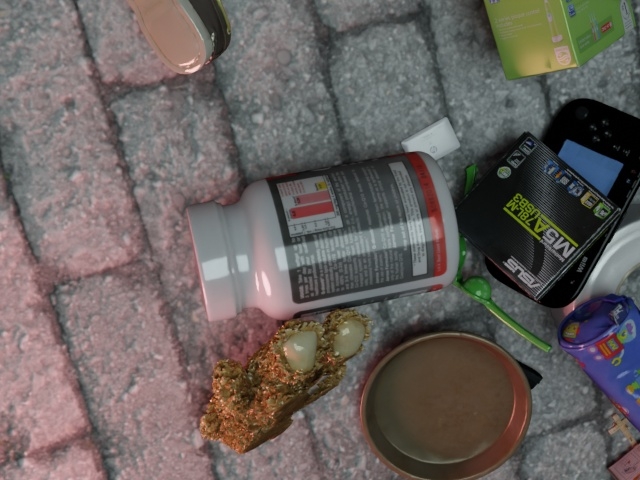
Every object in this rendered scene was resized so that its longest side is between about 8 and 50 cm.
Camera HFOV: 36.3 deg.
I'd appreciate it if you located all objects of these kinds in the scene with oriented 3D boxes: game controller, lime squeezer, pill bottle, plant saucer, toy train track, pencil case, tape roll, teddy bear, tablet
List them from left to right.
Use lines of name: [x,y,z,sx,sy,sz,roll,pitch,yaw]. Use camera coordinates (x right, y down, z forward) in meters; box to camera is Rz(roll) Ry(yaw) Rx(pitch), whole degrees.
teddy bear: [-0.060,0.194,1.441,0.245,0.338,0.113,-25,70,-26]
pill bottle: [0.000,0.000,1.413,0.363,0.210,0.210,-11,105,-8]
tablet: [0.171,-0.149,1.515,0.083,0.006,0.054,-29,107,-2]
plant saucer: [0.202,0.268,1.580,0.278,0.041,0.277,0,108,0]
lime squeezer: [0.254,0.045,1.525,0.110,0.059,0.310,-22,77,9]
game controller: [0.386,-0.057,1.508,0.067,0.166,0.319,17,102,-50]
toy train track: [0.532,0.334,1.693,0.048,0.014,0.083,-38,107,0]
tape roll: [0.523,0.087,1.589,0.286,0.100,0.286,-3,104,-11]
pencil case: [0.498,0.208,1.499,0.133,0.119,0.306,-44,107,0]

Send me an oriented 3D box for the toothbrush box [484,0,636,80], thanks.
toothbrush box: [0.321,-0.396,1.375,0.206,0.122,0.283,-36,114,-42]

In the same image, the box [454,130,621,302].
box: [0.318,-0.036,1.467,0.184,0.045,0.191,-46,73,2]

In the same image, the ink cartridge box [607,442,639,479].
ink cartridge box: [0.708,0.416,1.685,0.309,0.130,0.271,-39,110,1]

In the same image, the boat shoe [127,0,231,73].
boat shoe: [-0.229,-0.390,1.338,0.117,0.097,0.324,-19,107,37]

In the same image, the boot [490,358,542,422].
boot: [0.299,0.240,1.615,0.121,0.045,0.099,31,102,-14]
